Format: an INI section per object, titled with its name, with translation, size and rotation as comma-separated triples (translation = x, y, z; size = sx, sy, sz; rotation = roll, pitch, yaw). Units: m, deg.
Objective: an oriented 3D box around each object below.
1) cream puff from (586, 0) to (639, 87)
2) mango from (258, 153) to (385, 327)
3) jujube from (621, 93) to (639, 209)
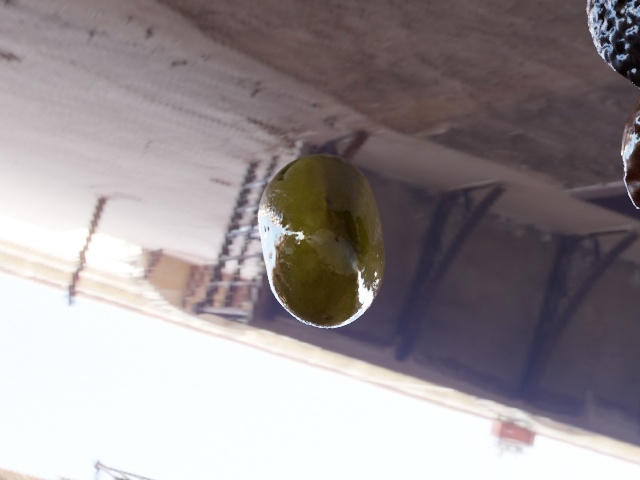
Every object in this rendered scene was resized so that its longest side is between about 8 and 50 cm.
[cream puff]
translation = 0.331, -0.189, 1.203
size = 0.239, 0.239, 0.164
rotation = 15, -61, -16
[mango]
translation = 0.000, 0.000, 1.192
size = 0.098, 0.195, 0.137
rotation = -6, -89, 2
[jujube]
translation = 0.454, -0.147, 1.555
size = 0.216, 0.216, 0.342
rotation = 46, -116, -11
